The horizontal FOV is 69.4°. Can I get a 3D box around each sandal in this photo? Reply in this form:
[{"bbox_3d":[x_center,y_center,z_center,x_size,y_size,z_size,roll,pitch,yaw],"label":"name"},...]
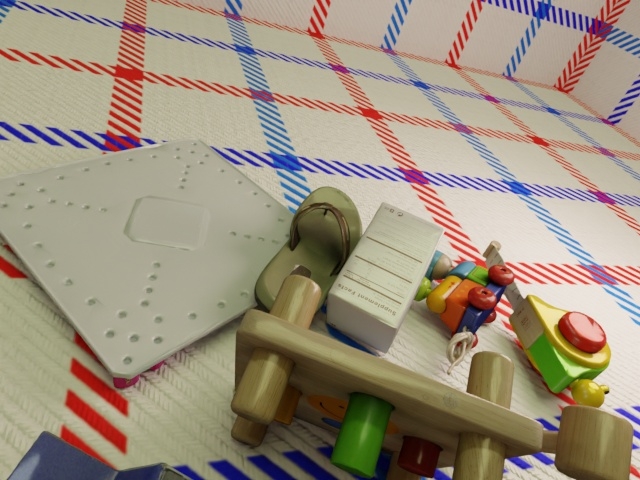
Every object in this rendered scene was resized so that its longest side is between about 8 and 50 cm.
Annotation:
[{"bbox_3d":[0.001,0.001,0.691,0.120,0.086,0.302,22,37,2],"label":"sandal"}]

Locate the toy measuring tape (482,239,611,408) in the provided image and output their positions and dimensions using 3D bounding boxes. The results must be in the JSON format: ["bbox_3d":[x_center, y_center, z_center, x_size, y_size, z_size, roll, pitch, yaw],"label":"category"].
[{"bbox_3d":[0.380,0.127,0.771,0.122,0.121,0.330,9,39,-15],"label":"toy measuring tape"}]

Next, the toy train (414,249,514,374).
[{"bbox_3d":[0.194,0.101,0.735,0.144,0.105,0.248,29,37,28],"label":"toy train"}]

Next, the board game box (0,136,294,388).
[{"bbox_3d":[-0.234,-0.012,0.711,0.390,0.050,0.390,39,41,22],"label":"board game box"}]

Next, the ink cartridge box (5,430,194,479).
[{"bbox_3d":[-0.112,0.311,0.269,0.307,0.072,0.303,40,35,-16],"label":"ink cartridge box"}]

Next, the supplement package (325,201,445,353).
[{"bbox_3d":[0.094,0.053,0.682,0.105,0.105,0.179,26,61,13],"label":"supplement package"}]

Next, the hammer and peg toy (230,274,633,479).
[{"bbox_3d":[0.083,0.188,0.462,0.362,0.265,0.127,22,60,1],"label":"hammer and peg toy"}]
